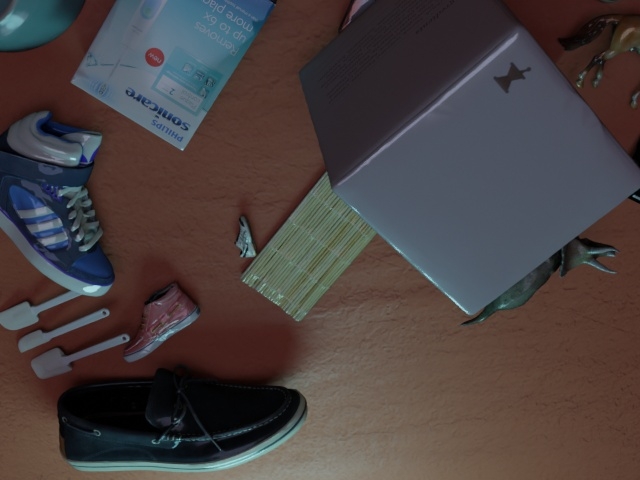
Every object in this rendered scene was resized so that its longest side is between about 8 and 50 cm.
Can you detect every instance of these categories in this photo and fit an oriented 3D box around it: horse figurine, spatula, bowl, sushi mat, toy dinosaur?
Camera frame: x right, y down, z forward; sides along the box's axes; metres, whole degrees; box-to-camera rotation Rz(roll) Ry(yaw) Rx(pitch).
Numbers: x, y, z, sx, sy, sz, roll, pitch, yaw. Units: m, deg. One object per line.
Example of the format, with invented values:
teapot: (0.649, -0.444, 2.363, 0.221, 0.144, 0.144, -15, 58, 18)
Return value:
horse figurine: (0.537, -0.309, 1.574, 0.263, 0.066, 0.174, 22, 118, -11)
spatula: (-0.490, 0.172, 1.813, 0.242, 0.019, 0.168, -21, 106, 20)
bowl: (-0.537, -0.432, 1.485, 0.312, 0.163, 0.311, 1, 114, 2)
sushi mat: (0.000, 0.000, 1.744, 0.151, 0.019, 0.316, 36, 110, -13)
toy dinosaur: (0.360, 0.052, 1.684, 0.314, 0.160, 0.121, -34, 109, 14)

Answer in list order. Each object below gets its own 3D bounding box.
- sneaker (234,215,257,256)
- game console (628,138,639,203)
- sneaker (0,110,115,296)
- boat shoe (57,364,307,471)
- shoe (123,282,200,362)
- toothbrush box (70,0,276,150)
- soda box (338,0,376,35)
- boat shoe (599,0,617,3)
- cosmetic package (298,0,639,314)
sneaker: (-0.143, -0.005, 1.737, 0.037, 0.032, 0.083, -10, 113, 5)
game console: (0.596, -0.121, 1.685, 0.122, 0.071, 0.107, 24, 142, -9)
sneaker: (-0.435, -0.075, 1.656, 0.236, 0.130, 0.323, -41, 102, 21)
boat shoe: (-0.276, 0.334, 1.810, 0.500, 0.186, 0.156, -6, 119, 9)
shoe: (-0.321, 0.155, 1.797, 0.178, 0.063, 0.081, -35, 107, 9)
toothbrush box: (-0.236, -0.334, 1.543, 0.216, 0.126, 0.295, 32, 112, -13)
soda box: (0.093, -0.408, 1.541, 0.063, 0.058, 0.183, 23, 113, -10)
boat shoe: (0.571, -0.454, 1.493, 0.285, 0.092, 0.102, -22, 112, 10)
cosmetic package: (0.207, -0.180, 1.425, 0.327, 0.393, 0.329, -39, 120, 16)
